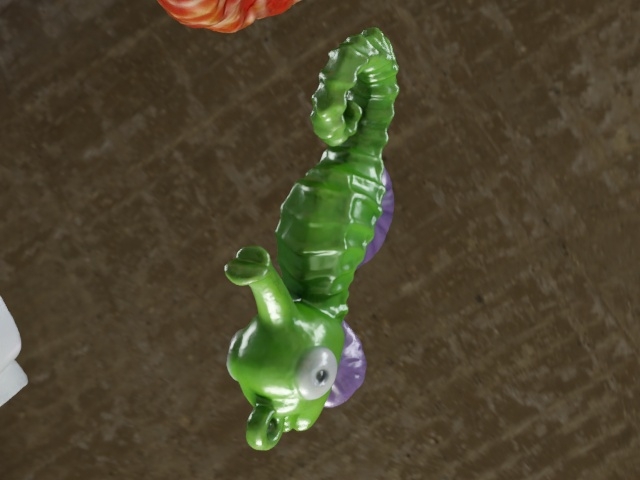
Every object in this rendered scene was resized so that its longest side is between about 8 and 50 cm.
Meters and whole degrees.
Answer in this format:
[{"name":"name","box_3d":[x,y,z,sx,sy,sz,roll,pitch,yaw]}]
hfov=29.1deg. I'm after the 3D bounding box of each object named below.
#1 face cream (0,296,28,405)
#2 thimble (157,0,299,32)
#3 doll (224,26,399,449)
[{"name":"face cream","box_3d":[-0.200,0.092,0.364,0.145,0.370,0.145,7,-64,14]},{"name":"thimble","box_3d":[-0.021,-0.319,0.810,0.350,0.350,0.231,-39,-91,2]},{"name":"doll","box_3d":[0.000,0.000,0.545,0.050,0.115,0.190,14,-95,20]}]
